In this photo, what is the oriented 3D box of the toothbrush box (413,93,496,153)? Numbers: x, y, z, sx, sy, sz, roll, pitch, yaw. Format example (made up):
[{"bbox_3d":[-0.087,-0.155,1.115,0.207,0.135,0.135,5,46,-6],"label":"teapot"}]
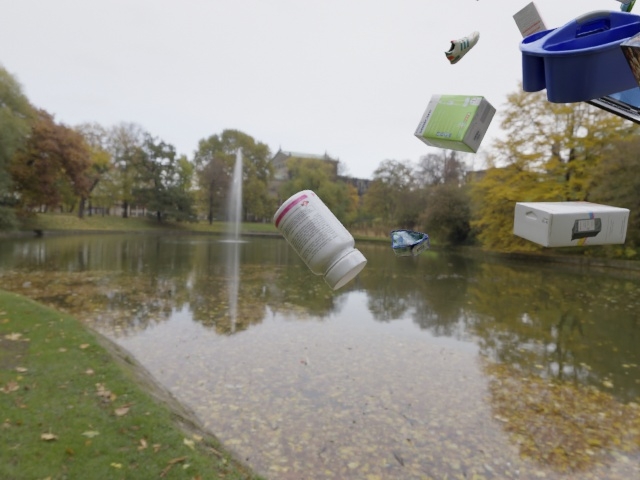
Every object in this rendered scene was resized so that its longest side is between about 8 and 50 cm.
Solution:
[{"bbox_3d":[0.572,-0.507,1.996,0.122,0.206,0.283,25,1,-39],"label":"toothbrush box"}]

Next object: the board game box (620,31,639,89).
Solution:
[{"bbox_3d":[0.638,-0.287,0.833,0.042,0.165,0.243,-29,16,22],"label":"board game box"}]

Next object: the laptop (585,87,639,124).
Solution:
[{"bbox_3d":[1.126,-0.623,1.752,0.381,0.237,0.408,23,31,2],"label":"laptop"}]

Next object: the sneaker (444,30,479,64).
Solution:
[{"bbox_3d":[0.568,-0.792,1.869,0.075,0.161,0.057,38,12,-26],"label":"sneaker"}]

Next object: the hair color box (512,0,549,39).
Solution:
[{"bbox_3d":[0.878,-0.885,1.922,0.053,0.167,0.093,-10,-14,-47],"label":"hair color box"}]

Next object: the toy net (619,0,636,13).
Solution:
[{"bbox_3d":[1.208,-0.988,1.766,0.045,0.122,0.232,29,-27,27],"label":"toy net"}]

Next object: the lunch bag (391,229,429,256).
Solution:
[{"bbox_3d":[0.383,0.013,1.964,0.151,0.096,0.129,-7,-21,15],"label":"lunch bag"}]

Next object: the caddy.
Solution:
[{"bbox_3d":[0.676,-0.484,1.176,0.341,0.179,0.241,-16,34,-5],"label":"caddy"}]

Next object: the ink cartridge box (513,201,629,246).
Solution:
[{"bbox_3d":[0.903,-0.065,1.695,0.305,0.131,0.226,-3,14,-9],"label":"ink cartridge box"}]

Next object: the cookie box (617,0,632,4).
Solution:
[{"bbox_3d":[0.996,-0.849,1.540,0.107,0.092,0.040,10,-4,-15],"label":"cookie box"}]

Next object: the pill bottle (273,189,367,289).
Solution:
[{"bbox_3d":[0.000,0.000,1.402,0.160,0.283,0.160,-37,-16,-12],"label":"pill bottle"}]
